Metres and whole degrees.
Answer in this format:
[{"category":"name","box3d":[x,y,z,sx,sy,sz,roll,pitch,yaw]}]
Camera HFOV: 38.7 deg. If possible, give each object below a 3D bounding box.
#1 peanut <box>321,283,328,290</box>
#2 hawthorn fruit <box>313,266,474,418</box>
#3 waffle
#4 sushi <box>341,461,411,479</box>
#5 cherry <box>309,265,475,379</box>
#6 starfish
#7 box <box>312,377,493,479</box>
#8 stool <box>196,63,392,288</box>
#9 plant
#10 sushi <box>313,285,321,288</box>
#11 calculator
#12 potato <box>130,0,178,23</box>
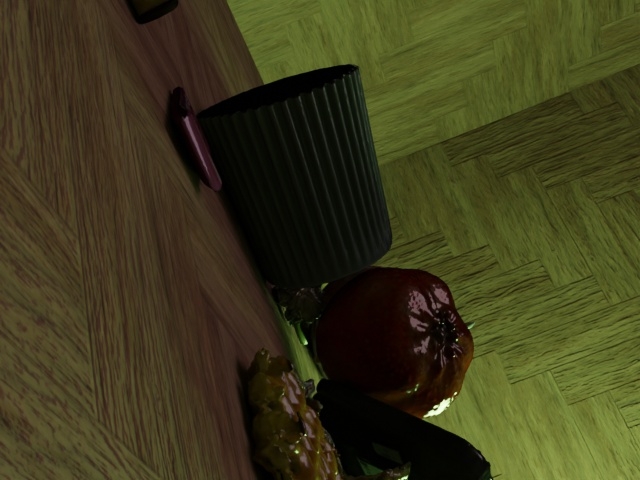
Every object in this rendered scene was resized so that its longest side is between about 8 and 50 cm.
[{"category":"peanut","box3d":[0.010,0.151,2.237,0.089,0.089,0.193,-106,173,-57]},{"category":"hawthorn fruit","box3d":[0.106,0.195,1.678,0.287,0.330,0.287,18,63,-41]},{"category":"waffle","box3d":[-0.013,0.297,1.128,0.302,0.068,0.325,65,4,-49]},{"category":"sushi","box3d":[0.092,0.427,1.436,0.291,0.139,0.131,66,12,-59]},{"category":"cherry","box3d":[0.126,0.215,1.963,0.326,0.291,0.335,52,-13,7]},{"category":"starfish","box3d":[-0.007,0.278,1.389,0.176,0.053,0.208,60,-2,25]},{"category":"box","box3d":[0.159,0.401,1.581,0.359,0.091,0.350,16,-34,38]},{"category":"stool","box3d":[-0.029,-0.112,1.625,0.297,0.297,0.330,-99,171,-74]},{"category":"plant","box3d":[-0.045,0.137,1.706,0.116,0.104,0.122,-1,98,-51]},{"category":"sushi","box3d":[-0.049,0.007,2.070,0.109,0.134,0.273,32,50,-61]},{"category":"calculator","box3d":[-0.190,-0.153,1.368,0.190,0.034,0.127,-117,-177,-64]},{"category":"potato","box3d":[-0.263,-0.386,1.360,0.103,0.066,0.096,64,-10,-6]}]
